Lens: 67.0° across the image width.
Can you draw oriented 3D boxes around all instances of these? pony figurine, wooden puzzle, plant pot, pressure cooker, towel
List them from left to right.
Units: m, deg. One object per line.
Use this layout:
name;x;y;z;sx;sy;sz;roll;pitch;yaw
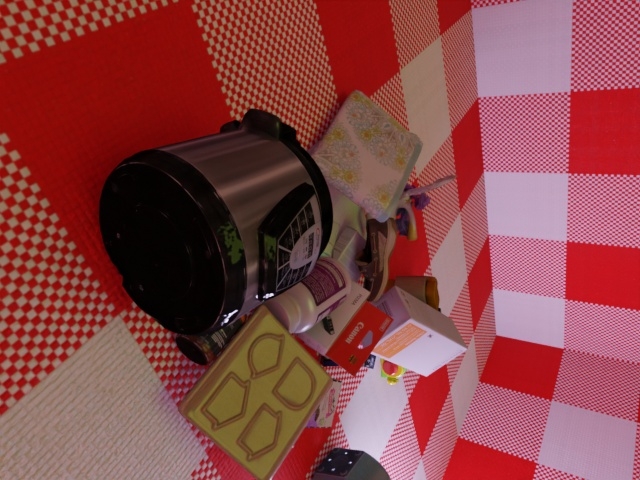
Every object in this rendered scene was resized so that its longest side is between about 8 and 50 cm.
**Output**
pressure cooker;-0.181;-0.050;1.012;0.420;0.370;0.376;-31;92;-51
wooden puzzle;-0.155;0.389;1.237;0.322;0.080;0.348;-51;118;-29
plant pot;0.109;0.904;1.750;0.247;0.247;0.252;-28;102;-51
towel;0.156;-0.286;1.600;0.320;0.090;0.374;35;60;-11
pony figurine;0.306;-0.164;1.844;0.351;0.302;0.364;-24;124;-38

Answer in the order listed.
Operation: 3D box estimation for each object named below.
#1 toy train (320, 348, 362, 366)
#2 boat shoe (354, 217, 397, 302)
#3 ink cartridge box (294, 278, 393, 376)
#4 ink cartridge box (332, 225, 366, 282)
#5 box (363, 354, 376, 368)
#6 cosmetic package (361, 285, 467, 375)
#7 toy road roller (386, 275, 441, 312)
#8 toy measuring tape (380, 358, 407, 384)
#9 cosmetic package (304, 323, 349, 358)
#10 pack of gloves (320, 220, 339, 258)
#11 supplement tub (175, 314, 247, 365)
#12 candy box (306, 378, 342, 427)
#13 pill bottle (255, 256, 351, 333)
toy train;0.094;0.365;1.758;0.248;0.105;0.143;-5;86;-56
boat shoe;0.179;0.072;1.730;0.123;0.123;0.342;-109;-156;-55
ink cartridge box;0.086;0.267;1.579;0.275;0.239;0.060;-46;162;-37
ink cartridge box;0.091;0.089;1.753;0.232;0.066;0.189;-54;142;-6
box;0.203;0.495;2.006;0.083;0.018;0.067;34;67;-54
cosmetic package;0.363;0.373;1.921;0.453;0.230;0.161;30;27;-41
toy road roller;0.429;0.229;2.151;0.330;0.202;0.241;67;31;-45
toy measuring tape;0.325;0.479;2.103;0.121;0.121;0.330;-16;109;-55
cosmetic package;0.051;0.276;1.642;0.239;0.099;0.060;-50;165;-38
pack of gloves;0.000;0.000;1.584;0.232;0.046;0.195;33;69;-54
supplement tub;-0.252;0.201;1.182;0.198;0.106;0.106;-49;134;-40
candy box;-0.017;0.540;1.633;0.196;0.070;0.165;32;69;-54
pill bottle;-0.050;0.169;1.426;0.301;0.169;0.169;-27;118;-52
